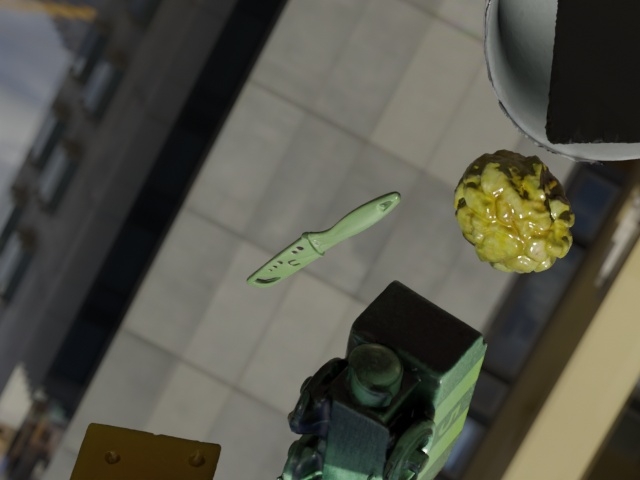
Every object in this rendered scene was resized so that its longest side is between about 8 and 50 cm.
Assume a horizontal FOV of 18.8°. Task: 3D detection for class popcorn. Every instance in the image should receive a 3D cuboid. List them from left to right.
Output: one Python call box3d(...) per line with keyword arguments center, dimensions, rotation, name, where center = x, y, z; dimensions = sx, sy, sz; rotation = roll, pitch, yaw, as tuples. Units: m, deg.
box3d(center=(0.184, -0.030, 1.804), dimensions=(0.120, 0.116, 0.106), rotation=(27, -153, 14), name="popcorn")

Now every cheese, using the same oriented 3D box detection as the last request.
box3d(center=(-0.158, 0.259, 1.744), dimensions=(0.126, 0.171, 0.093), rotation=(10, -133, 7), name="cheese")

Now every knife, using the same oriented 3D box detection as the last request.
box3d(center=(0.000, 0.000, 1.619), dimensions=(0.030, 0.207, 0.014), rotation=(25, -126, -26), name="knife")

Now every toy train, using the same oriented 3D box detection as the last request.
box3d(center=(0.076, 0.204, 2.180), dimensions=(0.167, 0.299, 0.238), rotation=(32, -128, 17), name="toy train")

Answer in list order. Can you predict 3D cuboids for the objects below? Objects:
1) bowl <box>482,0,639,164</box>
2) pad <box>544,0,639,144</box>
box3d(center=(0.252, -0.241, 1.507), dimensions=(0.345, 0.345, 0.157), rotation=(19, -150, -38), name="bowl")
box3d(center=(0.221, -0.119, 0.818), dimensions=(0.265, 0.160, 0.009), rotation=(0, 167, 33), name="pad")
